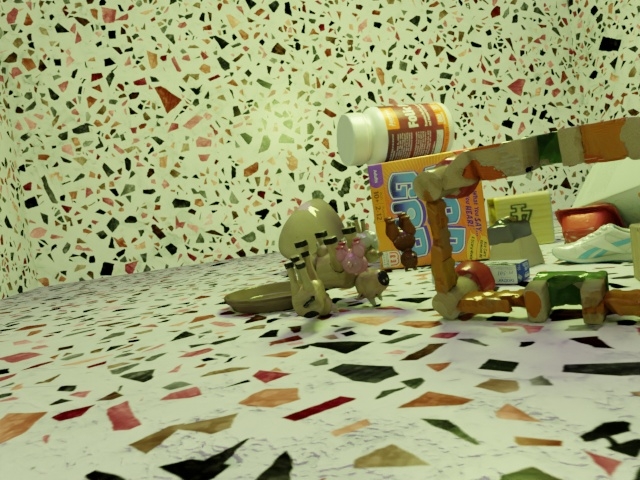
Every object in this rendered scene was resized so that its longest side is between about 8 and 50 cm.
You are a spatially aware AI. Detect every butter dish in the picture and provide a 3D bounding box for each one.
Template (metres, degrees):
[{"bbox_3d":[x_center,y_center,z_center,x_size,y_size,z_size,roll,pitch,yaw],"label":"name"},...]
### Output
[{"bbox_3d":[0.739,-0.009,1.330,0.160,0.160,0.118,-5,47,49],"label":"butter dish"}]

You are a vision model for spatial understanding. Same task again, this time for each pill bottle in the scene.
[{"bbox_3d":[0.273,-0.390,1.798,0.392,0.224,0.224,-9,3,-17],"label":"pill bottle"}]

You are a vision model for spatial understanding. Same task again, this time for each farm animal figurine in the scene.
[{"bbox_3d":[0.052,0.071,1.051,0.330,0.172,0.327,-22,11,-24],"label":"farm animal figurine"}]

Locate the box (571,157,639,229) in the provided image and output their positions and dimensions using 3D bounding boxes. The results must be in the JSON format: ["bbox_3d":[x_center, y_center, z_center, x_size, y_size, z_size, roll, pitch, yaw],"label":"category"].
[{"bbox_3d":[0.873,-0.128,1.270,0.215,0.168,0.345,30,-7,2],"label":"box"}]

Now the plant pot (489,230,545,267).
[{"bbox_3d":[0.536,0.023,1.331,0.109,0.096,0.109,-10,4,-35],"label":"plant pot"}]

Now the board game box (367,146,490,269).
[{"bbox_3d":[0.391,-0.110,1.716,0.357,0.356,0.356,-7,2,17],"label":"board game box"}]

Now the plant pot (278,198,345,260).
[{"bbox_3d":[0.000,0.000,1.936,0.191,0.284,0.284,36,28,30],"label":"plant pot"}]

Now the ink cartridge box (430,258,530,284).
[{"bbox_3d":[0.384,0.077,1.167,0.207,0.046,0.097,-6,2,40],"label":"ink cartridge box"}]

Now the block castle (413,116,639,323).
[{"bbox_3d":[0.400,-0.030,0.793,0.453,0.303,0.213,-6,10,37],"label":"block castle"}]

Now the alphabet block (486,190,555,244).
[{"bbox_3d":[0.749,-0.080,1.821,0.197,0.193,0.192,-7,2,12],"label":"alphabet block"}]

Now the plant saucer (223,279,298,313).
[{"bbox_3d":[-0.109,0.143,1.253,0.278,0.041,0.278,-8,3,0],"label":"plant saucer"}]

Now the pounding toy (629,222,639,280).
[{"bbox_3d":[0.674,0.009,0.901,0.141,0.130,0.100,-6,3,21],"label":"pounding toy"}]

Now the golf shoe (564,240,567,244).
[{"bbox_3d":[0.817,-0.011,1.514,0.086,0.067,0.186,-7,3,36],"label":"golf shoe"}]

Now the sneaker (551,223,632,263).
[{"bbox_3d":[0.710,0.007,1.224,0.229,0.092,0.087,-7,4,33],"label":"sneaker"}]
